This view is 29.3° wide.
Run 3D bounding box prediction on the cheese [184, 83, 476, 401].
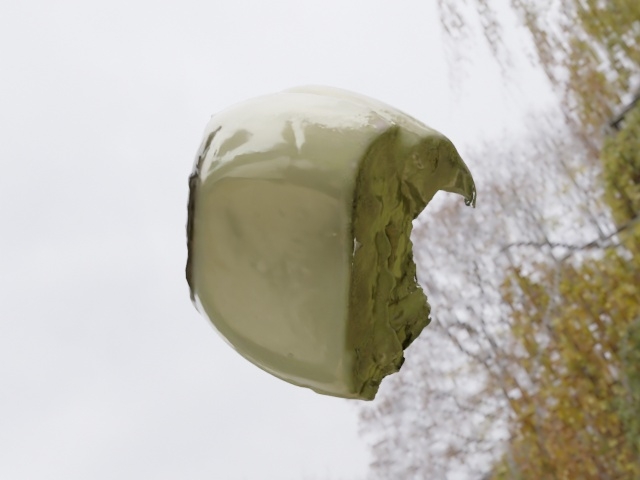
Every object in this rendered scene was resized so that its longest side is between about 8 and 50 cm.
[{"bbox_3d":[0.000,0.000,1.027,0.127,0.233,0.266,-47,-33,-51],"label":"cheese"}]
